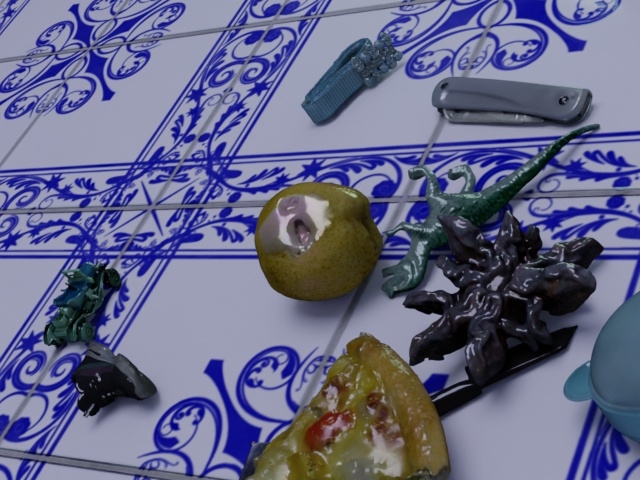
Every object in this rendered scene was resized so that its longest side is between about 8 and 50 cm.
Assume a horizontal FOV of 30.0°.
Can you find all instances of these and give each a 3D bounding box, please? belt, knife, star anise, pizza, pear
[{"bbox_3d":[0.046,-0.267,1.992,0.100,0.065,0.179,10,55,53],"label":"belt"},{"bbox_3d":[0.276,-0.203,1.771,0.265,0.040,0.073,10,64,42],"label":"knife"},{"bbox_3d":[0.204,0.154,1.428,0.230,0.028,0.060,-27,24,4],"label":"knife"},{"bbox_3d":[0.216,0.060,1.441,0.283,0.129,0.212,-33,44,-3],"label":"star anise"},{"bbox_3d":[0.006,0.249,1.371,0.287,0.075,0.280,-38,35,-5],"label":"pizza"},{"bbox_3d":[0.000,0.000,1.627,0.178,0.178,0.178,-19,38,16],"label":"pear"}]

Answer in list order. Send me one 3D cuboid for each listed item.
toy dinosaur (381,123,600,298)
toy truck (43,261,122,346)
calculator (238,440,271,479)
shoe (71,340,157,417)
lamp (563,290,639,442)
[{"bbox_3d":[0.203,-0.082,1.638,0.383,0.076,0.129,-43,70,-5],"label":"toy dinosaur"},{"bbox_3d":[-0.382,0.092,1.868,0.080,0.078,0.154,-9,43,30],"label":"toy truck"},{"bbox_3d":[0.003,0.301,1.401,0.262,0.021,0.161,-5,44,31],"label":"calculator"},{"bbox_3d":[-0.305,0.208,1.692,0.099,0.071,0.169,-49,36,-17],"label":"shoe"},{"bbox_3d":[0.395,0.123,1.219,0.209,0.147,0.284,-44,39,-21],"label":"lamp"}]
